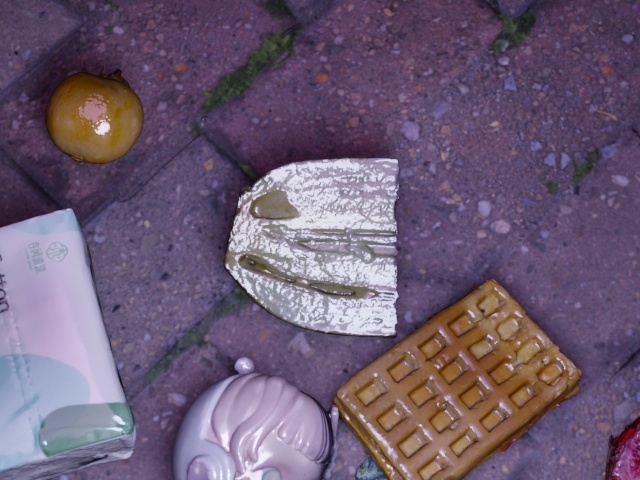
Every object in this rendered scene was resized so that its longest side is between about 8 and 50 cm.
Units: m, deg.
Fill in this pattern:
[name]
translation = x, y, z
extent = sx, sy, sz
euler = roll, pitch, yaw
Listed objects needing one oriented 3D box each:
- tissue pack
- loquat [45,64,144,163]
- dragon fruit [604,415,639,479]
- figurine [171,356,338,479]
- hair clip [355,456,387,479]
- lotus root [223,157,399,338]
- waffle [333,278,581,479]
[tissue pack]
translation = -0.429, 0.167, 1.841
extent = 0.266, 0.194, 0.357
euler = -16, 73, -6
[loquat]
translation = -0.350, -0.192, 1.992
extent = 0.163, 0.137, 0.163
euler = -4, 74, 14
[dragon fruit]
translation = 0.513, 0.348, 1.852
extent = 0.282, 0.147, 0.211
euler = -36, 77, -15
[figurine]
translation = -0.130, 0.346, 1.777
extent = 0.211, 0.253, 0.361
euler = 27, 80, 23
[hair clip]
translation = 0.122, 0.418, 1.867
extent = 0.066, 0.036, 0.229
euler = -25, 75, -16
[lotus root]
translation = -0.013, 0.012, 1.942
extent = 0.260, 0.149, 0.267
euler = 0, 90, 2
[waffle]
translation = 0.202, 0.221, 1.893
extent = 0.327, 0.098, 0.224
euler = -34, 76, -17
